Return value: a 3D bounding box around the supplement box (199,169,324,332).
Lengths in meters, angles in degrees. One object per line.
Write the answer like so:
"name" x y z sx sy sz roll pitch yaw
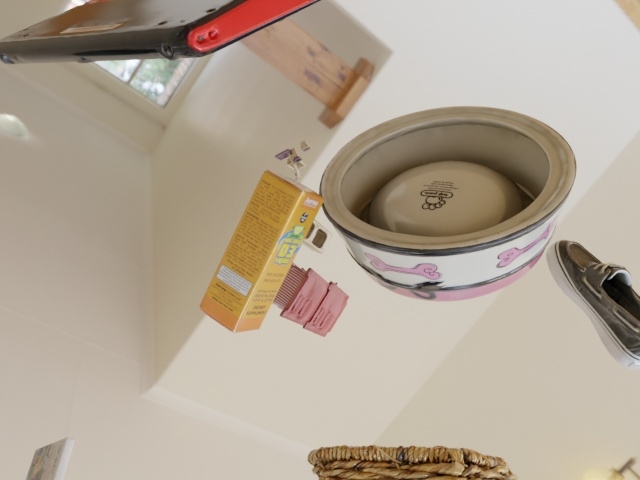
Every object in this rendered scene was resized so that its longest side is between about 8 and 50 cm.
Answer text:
"supplement box" -0.087 0.018 0.854 0.080 0.233 0.078 28 -172 24

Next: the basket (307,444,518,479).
"basket" 0.155 0.345 0.790 0.223 0.213 0.299 57 -175 34

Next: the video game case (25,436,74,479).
"video game case" -0.602 0.540 1.231 0.023 0.183 0.201 30 -132 -33

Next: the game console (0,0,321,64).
"game console" -0.175 -0.297 0.736 0.386 0.342 0.060 10 133 35

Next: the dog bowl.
"dog bowl" 0.211 -0.065 0.979 0.408 0.408 0.150 49 160 48

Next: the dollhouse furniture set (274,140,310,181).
"dollhouse furniture set" -0.044 -0.187 1.462 0.081 0.091 0.114 68 -166 13

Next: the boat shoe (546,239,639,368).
"boat shoe" 0.601 0.101 1.195 0.121 0.119 0.335 0 -137 -21

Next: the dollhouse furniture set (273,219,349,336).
"dollhouse furniture set" 0.000 0.000 1.284 0.201 0.374 0.152 24 170 47
